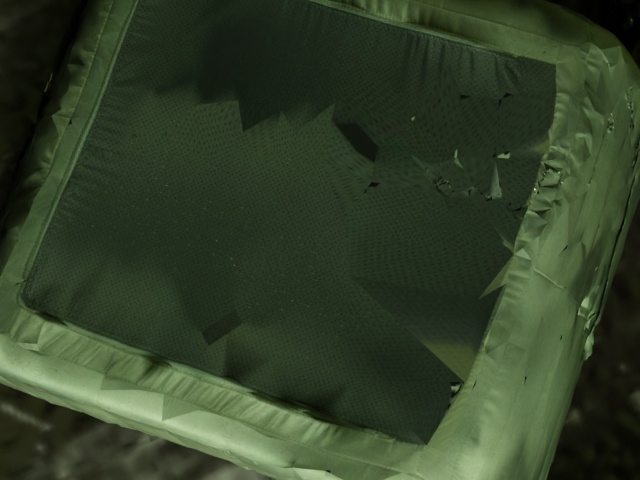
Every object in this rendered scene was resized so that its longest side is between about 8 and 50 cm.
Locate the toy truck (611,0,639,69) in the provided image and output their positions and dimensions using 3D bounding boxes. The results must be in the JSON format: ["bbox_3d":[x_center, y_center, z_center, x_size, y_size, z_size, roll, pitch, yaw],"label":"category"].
[{"bbox_3d":[0.220,-0.054,0.612,0.124,0.157,0.272,-15,89,-15],"label":"toy truck"}]

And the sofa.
[{"bbox_3d":[0.000,0.000,0.593,0.225,0.176,0.210,15,80,16],"label":"sofa"}]
